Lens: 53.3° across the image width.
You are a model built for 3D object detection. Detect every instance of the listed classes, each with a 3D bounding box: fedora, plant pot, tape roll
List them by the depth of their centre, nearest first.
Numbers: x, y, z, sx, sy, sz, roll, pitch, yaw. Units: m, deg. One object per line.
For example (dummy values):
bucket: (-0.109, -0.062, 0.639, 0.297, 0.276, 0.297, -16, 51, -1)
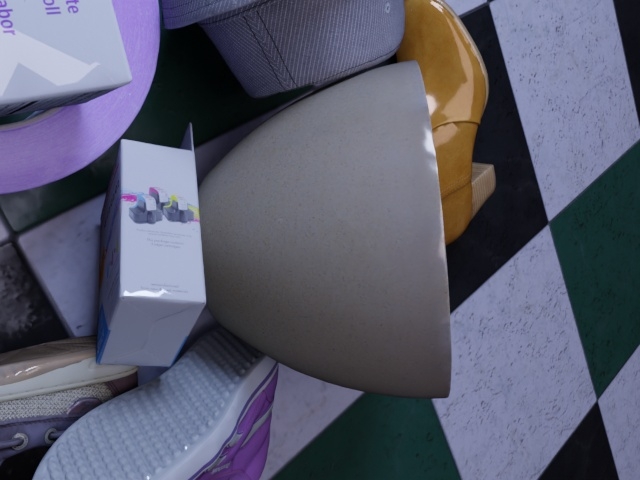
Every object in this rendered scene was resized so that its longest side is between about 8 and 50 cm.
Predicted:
tape roll: (-0.260, -0.168, 0.456, 0.275, 0.090, 0.274, -2, 93, -40)
plant pot: (0.000, 0.000, 0.557, 0.191, 0.284, 0.284, -6, 97, 5)
fedora: (-0.006, -0.211, 0.558, 0.275, 0.244, 0.124, -71, 142, -53)

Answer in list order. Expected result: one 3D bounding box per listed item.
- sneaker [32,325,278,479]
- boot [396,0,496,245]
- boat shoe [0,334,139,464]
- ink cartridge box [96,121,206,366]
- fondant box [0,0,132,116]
sneaker: (-0.110, 0.194, 0.529, 0.282, 0.102, 0.161, -29, 127, -61)
boot: (0.105, -0.115, 0.742, 0.211, 0.104, 0.295, -38, 118, -32)
boat shoe: (-0.260, 0.139, 0.460, 0.285, 0.103, 0.092, -10, 93, -44)
ink cartridge box: (-0.139, -0.004, 0.510, 0.062, 0.104, 0.181, 7, 51, -25)
fondant box: (-0.291, -0.167, 0.314, 0.330, 0.096, 0.238, -20, 104, -37)
